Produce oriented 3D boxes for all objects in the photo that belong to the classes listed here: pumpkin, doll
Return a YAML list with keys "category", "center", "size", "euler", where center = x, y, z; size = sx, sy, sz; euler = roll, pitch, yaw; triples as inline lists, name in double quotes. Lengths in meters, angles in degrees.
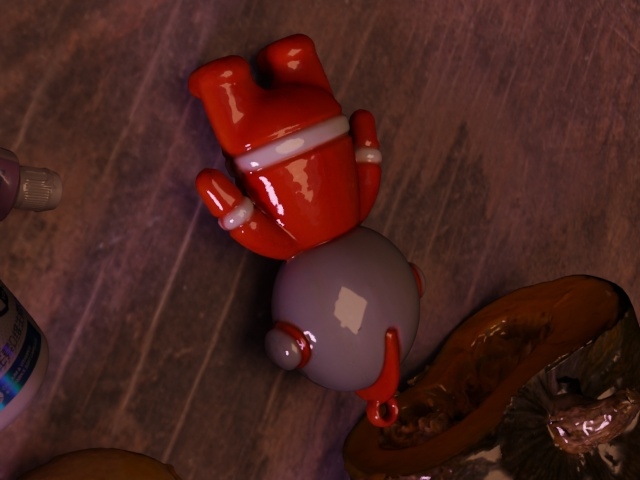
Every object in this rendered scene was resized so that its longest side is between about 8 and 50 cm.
- category: "pumpkin"
  center: [0.201, 0.195, 0.999]
  size: [0.325, 0.242, 0.232]
  euler: [-39, 105, -31]
- category: "doll"
  center: [0.000, 0.000, 0.933]
  size: [0.200, 0.105, 0.336]
  euler: [-27, 98, -40]

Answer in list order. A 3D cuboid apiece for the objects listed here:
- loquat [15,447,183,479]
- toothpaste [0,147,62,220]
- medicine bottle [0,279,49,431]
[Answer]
- category: "loquat"
  center: [-0.160, 0.228, 0.758]
  size: [0.204, 0.149, 0.172]
  euler: [-3, 115, -8]
- category: "toothpaste"
  center: [-0.308, -0.040, 0.705]
  size: [0.301, 0.048, 0.075]
  euler: [3, 97, -38]
- category: "medicine bottle"
  center: [-0.256, 0.034, 0.677]
  size: [0.107, 0.107, 0.191]
  euler: [-54, 136, -28]
